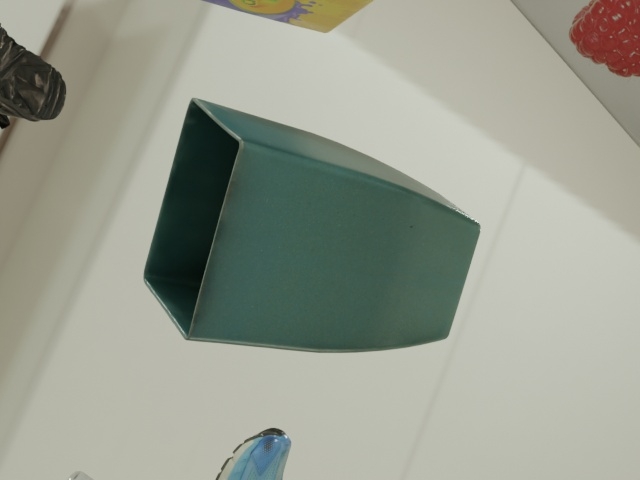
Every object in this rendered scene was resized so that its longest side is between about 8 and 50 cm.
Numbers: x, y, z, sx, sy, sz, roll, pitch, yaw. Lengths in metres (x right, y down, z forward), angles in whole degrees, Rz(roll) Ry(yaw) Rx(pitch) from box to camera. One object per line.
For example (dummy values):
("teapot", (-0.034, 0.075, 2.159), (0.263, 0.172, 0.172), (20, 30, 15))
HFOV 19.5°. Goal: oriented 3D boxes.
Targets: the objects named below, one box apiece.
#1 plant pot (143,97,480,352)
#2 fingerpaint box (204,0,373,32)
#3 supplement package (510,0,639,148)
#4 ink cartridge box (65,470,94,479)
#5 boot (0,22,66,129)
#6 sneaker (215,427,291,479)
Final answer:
("plant pot", (0.000, 0.000, 1.542), (0.234, 0.165, 0.166), (11, 13, -20))
("fingerpaint box", (0.041, -0.431, 1.733), (0.163, 0.371, 0.445), (13, -12, -17))
("supplement package", (0.292, -0.182, 1.491), (0.293, 0.177, 0.175), (49, 20, 6))
("ink cartridge box", (-0.135, 0.266, 0.902), (0.171, 0.168, 0.232), (36, -46, -6))
("boot", (-0.208, -0.095, 1.011), (0.099, 0.045, 0.121), (0, -24, 37))
("sneaker", (-0.030, 0.196, 1.150), (0.073, 0.162, 0.063), (7, 4, 18))
